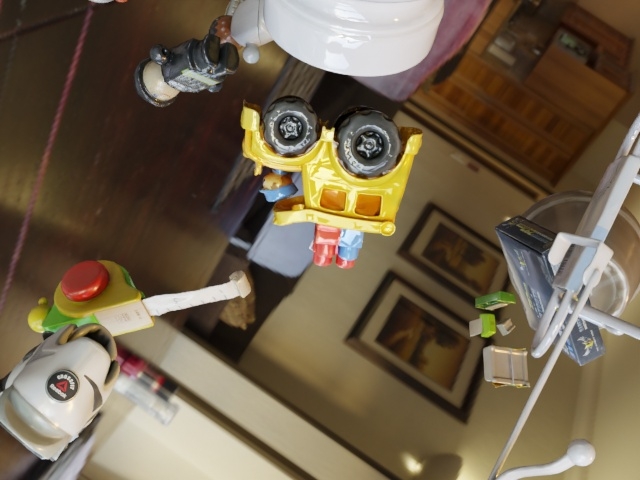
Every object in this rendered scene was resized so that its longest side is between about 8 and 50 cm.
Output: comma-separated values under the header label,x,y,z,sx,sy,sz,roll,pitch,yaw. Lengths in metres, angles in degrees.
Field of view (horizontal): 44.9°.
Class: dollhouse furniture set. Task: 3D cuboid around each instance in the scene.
label,x,y,z,sx,sy,sz,roll,pitch,yaw
dollhouse furniture set,0.274,0.158,1.208,0.059,0.076,0.151,-32,-127,56

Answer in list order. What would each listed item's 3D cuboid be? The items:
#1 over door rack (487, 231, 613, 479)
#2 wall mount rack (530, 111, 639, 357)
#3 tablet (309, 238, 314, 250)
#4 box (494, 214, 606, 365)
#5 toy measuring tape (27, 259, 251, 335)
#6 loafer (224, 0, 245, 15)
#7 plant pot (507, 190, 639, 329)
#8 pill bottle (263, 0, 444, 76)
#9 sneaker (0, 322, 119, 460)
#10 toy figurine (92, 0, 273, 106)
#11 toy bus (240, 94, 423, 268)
label,x,y,z,sx,sy,sz,roll,pitch,yaw
over door rack,0.280,0.182,0.719,0.108,0.240,0.324,-2,-120,54
wall mount rack,0.376,0.005,0.894,0.304,0.131,0.349,13,101,-82
tablet,0.000,0.000,1.656,0.054,0.006,0.083,-61,161,-1
box,0.405,0.084,1.377,0.059,0.232,0.183,-25,-160,-5
toy measuring tape,-0.270,0.071,1.143,0.330,0.121,0.121,-14,178,2
loafer,-0.112,-0.458,1.477,0.087,0.094,0.251,-30,-156,50
plant pot,0.584,0.071,1.746,0.323,0.323,0.280,-57,177,21
pill bottle,0.046,-0.286,0.512,0.188,0.188,0.333,-53,163,-40
sneaker,-0.307,0.171,0.944,0.146,0.122,0.330,-50,-166,-19
toy figurine,-0.155,-0.285,0.907,0.148,0.213,0.209,-10,-151,43
toy bus,-0.001,-0.070,0.972,0.149,0.221,0.211,-98,-161,-76
